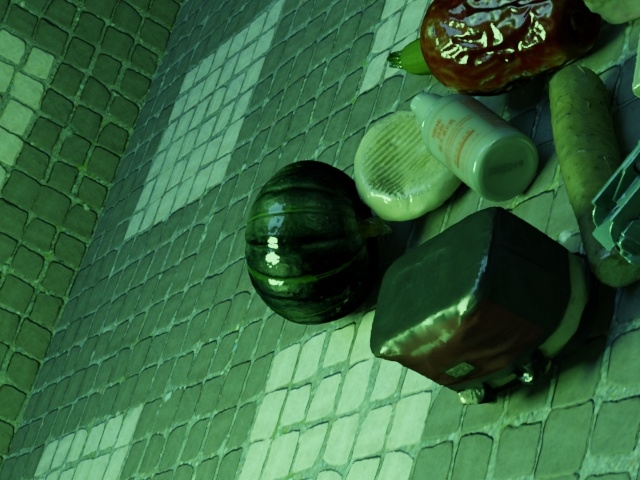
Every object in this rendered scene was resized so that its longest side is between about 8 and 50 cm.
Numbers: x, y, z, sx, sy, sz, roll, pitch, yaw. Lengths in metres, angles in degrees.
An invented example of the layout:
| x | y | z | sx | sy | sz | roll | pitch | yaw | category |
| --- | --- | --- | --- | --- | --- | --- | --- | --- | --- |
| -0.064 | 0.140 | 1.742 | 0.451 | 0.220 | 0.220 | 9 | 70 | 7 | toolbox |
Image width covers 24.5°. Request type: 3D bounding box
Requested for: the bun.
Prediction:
| x | y | z | sx | sy | sz | roll | pitch | yaw | category |
| --- | --- | --- | --- | --- | --- | --- | --- | --- | --- |
| 0.139 | -0.101 | 2.139 | 0.183 | 0.102 | 0.183 | -12 | 55 | 17 | bun |

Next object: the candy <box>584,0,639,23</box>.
| x | y | z | sx | sy | sz | roll | pitch | yaw | category |
| --- | --- | --- | --- | --- | --- | --- | --- | --- | --- |
| 0.410 | -0.392 | 1.858 | 0.195 | 0.137 | 0.185 | -20 | 46 | 56 | candy |

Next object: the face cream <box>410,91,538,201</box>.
| x | y | z | sx | sy | sz | roll | pitch | yaw | category |
| --- | --- | --- | --- | --- | --- | --- | --- | --- | --- |
| 0.193 | -0.146 | 2.014 | 0.101 | 0.101 | 0.252 | -57 | 36 | 10 | face cream |

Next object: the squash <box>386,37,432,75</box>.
| x | y | z | sx | sy | sz | roll | pitch | yaw | category |
| --- | --- | --- | --- | --- | --- | --- | --- | --- | --- |
| 0.191 | -0.299 | 2.306 | 0.252 | 0.066 | 0.066 | -16 | 49 | 60 | squash |

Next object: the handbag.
| x | y | z | sx | sy | sz | roll | pitch | yaw | category |
| --- | --- | --- | --- | --- | --- | --- | --- | --- | --- |
| 0.192 | 0.086 | 1.701 | 0.254 | 0.181 | 0.181 | -36 | 34 | 50 | handbag |

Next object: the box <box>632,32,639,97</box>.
| x | y | z | sx | sy | sz | roll | pitch | yaw | category |
| --- | --- | --- | --- | --- | --- | --- | --- | --- | --- |
| 0.430 | -0.236 | 1.593 | 0.071 | 0.168 | 0.259 | -32 | 37 | 53 | box |

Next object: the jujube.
| x | y | z | sx | sy | sz | roll | pitch | yaw | category |
| --- | --- | --- | --- | --- | --- | --- | --- | --- | --- |
| 0.259 | -0.284 | 2.008 | 0.255 | 0.190 | 0.190 | 5 | 67 | 49 | jujube |

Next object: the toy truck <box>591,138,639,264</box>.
| x | y | z | sx | sy | sz | roll | pitch | yaw | category |
| --- | --- | --- | --- | --- | --- | --- | --- | --- | --- |
| 0.422 | -0.100 | 1.425 | 0.338 | 0.184 | 0.133 | -54 | 24 | 17 | toy truck |

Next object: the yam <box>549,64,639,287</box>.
| x | y | z | sx | sy | sz | roll | pitch | yaw | category |
| --- | --- | --- | --- | --- | --- | --- | --- | --- | --- |
| 0.325 | -0.082 | 1.751 | 0.083 | 0.083 | 0.372 | -46 | 25 | 32 | yam |

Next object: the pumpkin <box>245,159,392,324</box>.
| x | y | z | sx | sy | sz | roll | pitch | yaw | category |
| --- | --- | --- | --- | --- | --- | --- | --- | --- | --- |
| 0.000 | 0.000 | 2.170 | 0.216 | 0.250 | 0.250 | -14 | 39 | 12 | pumpkin |
